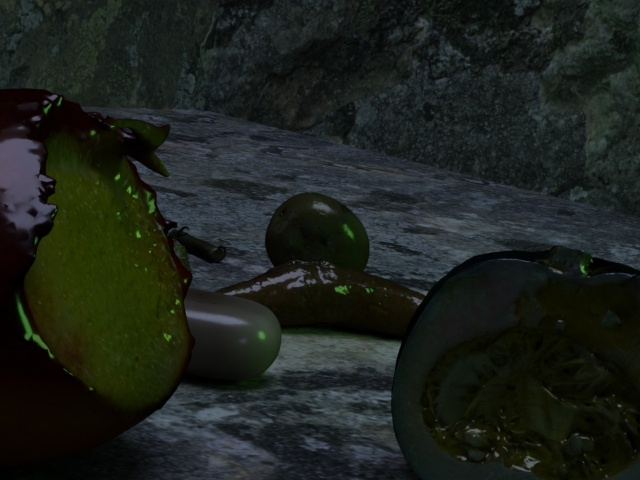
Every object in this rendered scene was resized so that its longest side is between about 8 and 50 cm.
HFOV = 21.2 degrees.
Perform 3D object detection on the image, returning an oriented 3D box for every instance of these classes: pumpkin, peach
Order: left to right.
[{"bbox_3d":[-0.296,0.037,1.523,0.310,0.335,0.406,-10,9,16],"label":"peach"},{"bbox_3d":[0.220,0.128,1.691,0.293,0.263,0.197,12,6,1],"label":"pumpkin"}]

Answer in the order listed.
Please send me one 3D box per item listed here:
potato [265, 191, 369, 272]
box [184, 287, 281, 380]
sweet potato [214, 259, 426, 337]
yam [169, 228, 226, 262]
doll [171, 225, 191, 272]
[{"bbox_3d":[0.000,0.000,2.536,0.157,0.157,0.194,11,8,10],"label":"potato"},{"bbox_3d":[-0.145,0.105,1.969,0.200,0.088,0.146,11,11,7],"label":"box"},{"bbox_3d":[0.000,0.074,2.275,0.342,0.092,0.114,5,27,-19],"label":"sweet potato"},{"bbox_3d":[-0.192,0.006,2.665,0.033,0.027,0.129,-39,34,-20],"label":"yam"},{"bbox_3d":[-0.259,0.039,2.221,0.105,0.115,0.221,28,25,32],"label":"doll"}]
